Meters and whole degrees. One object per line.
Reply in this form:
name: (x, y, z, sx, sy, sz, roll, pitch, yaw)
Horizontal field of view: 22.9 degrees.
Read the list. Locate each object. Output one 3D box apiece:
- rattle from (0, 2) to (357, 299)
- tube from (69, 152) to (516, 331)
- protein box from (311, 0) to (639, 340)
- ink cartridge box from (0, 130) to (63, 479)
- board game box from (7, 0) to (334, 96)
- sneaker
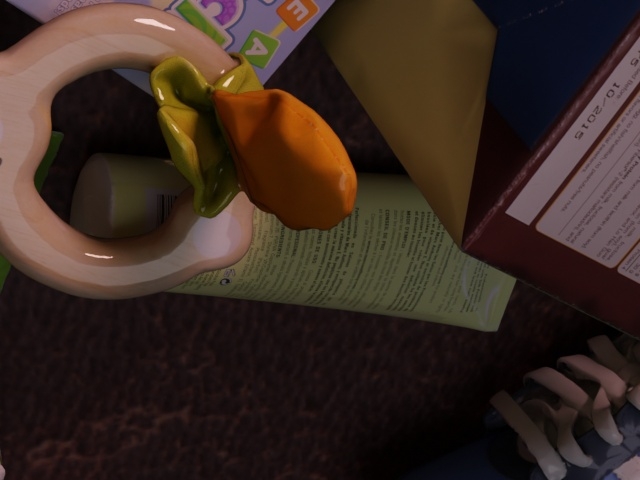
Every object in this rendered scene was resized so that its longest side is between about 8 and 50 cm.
rattle: (-0.107, -0.022, 0.613, 0.199, 0.143, 0.130, 5, 120, -22)
tube: (0.000, 0.000, 0.768, 0.240, 0.062, 0.070, 5, 159, -26)
protein box: (0.136, -0.062, 0.682, 0.201, 0.200, 0.136, 26, 111, -32)
ink cartridge box: (-0.233, 0.062, 0.695, 0.188, 0.097, 0.255, 12, 118, -26)
board game box: (-0.074, -0.157, 0.644, 0.211, 0.039, 0.160, 32, 107, -34)
sneaker: (0.177, 0.056, 0.835, 0.322, 0.130, 0.236, -8, 115, -10)
